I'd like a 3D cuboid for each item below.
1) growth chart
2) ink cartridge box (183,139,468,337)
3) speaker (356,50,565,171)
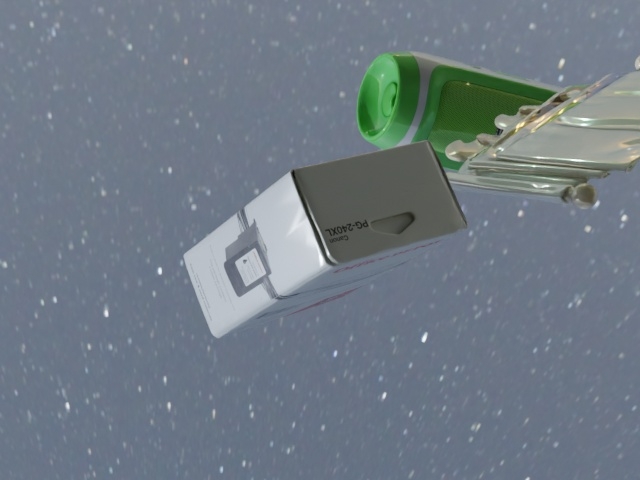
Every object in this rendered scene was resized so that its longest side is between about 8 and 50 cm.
[{"bbox_3d":[0.197,-0.083,0.826,0.237,0.021,0.172,-29,-156,-23],"label":"growth chart"},{"bbox_3d":[0.000,0.000,0.743,0.109,0.150,0.063,-15,-101,-36],"label":"ink cartridge box"},{"bbox_3d":[0.198,-0.147,1.476,0.296,0.131,0.131,9,-123,-25],"label":"speaker"}]
